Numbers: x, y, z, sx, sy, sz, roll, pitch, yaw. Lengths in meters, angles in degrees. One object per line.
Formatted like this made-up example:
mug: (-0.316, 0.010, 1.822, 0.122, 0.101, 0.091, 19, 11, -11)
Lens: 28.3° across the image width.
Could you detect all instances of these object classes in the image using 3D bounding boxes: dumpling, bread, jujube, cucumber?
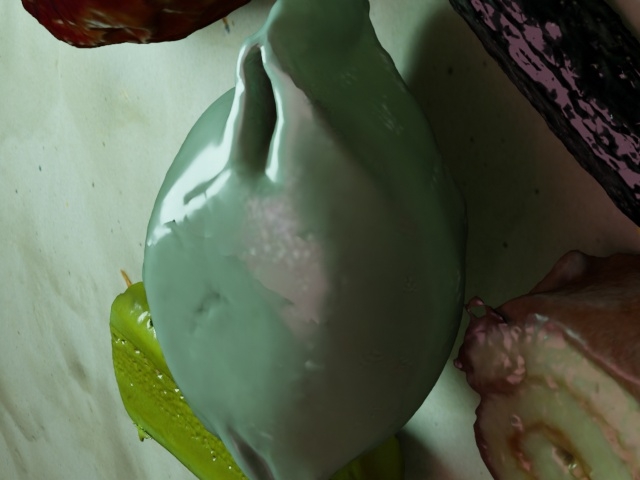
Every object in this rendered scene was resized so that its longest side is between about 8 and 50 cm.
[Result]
dumpling: (-0.016, 0.000, 0.856, 0.321, 0.211, 0.270, -56, 31, 26)
bread: (-0.062, 0.156, 1.152, 0.383, 0.112, 0.166, 26, 126, 47)
bread: (0.193, 0.117, 0.760, 0.244, 0.123, 0.190, 57, 143, 17)
jujube: (-0.151, -0.247, 0.995, 0.342, 0.216, 0.216, -5, 104, 61)
cucumber: (0.147, -0.099, 0.759, 0.211, 0.062, 0.078, 59, 145, 14)
